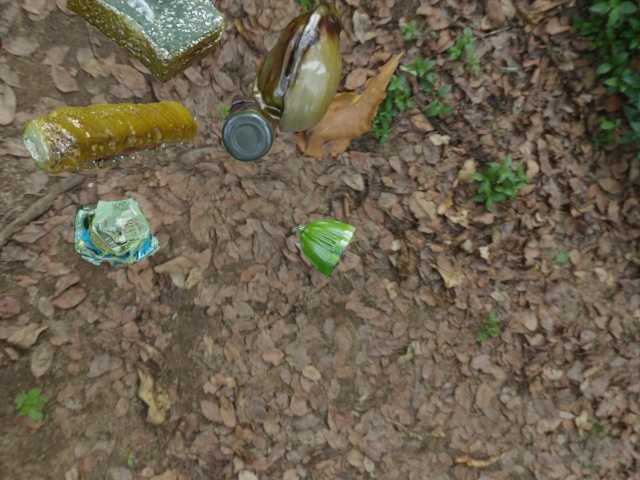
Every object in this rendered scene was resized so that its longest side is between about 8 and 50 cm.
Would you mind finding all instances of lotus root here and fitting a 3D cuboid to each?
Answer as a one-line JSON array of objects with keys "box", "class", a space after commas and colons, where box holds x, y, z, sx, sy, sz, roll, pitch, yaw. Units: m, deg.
[{"box": [0.000, 0.000, 1.597, 0.186, 0.186, 0.186, -2, 99, -10], "class": "lotus root"}]

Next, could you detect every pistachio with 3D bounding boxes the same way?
[{"box": [-0.027, -0.271, 0.795, 0.131, 0.165, 0.210, 28, 99, 1], "class": "pistachio"}]

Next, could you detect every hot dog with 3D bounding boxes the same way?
[{"box": [-0.271, -0.153, 0.706, 0.068, 0.289, 0.083, -14, 102, 28], "class": "hot dog"}]

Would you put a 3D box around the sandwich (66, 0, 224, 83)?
[{"box": [-0.406, -0.558, 1.245, 0.301, 0.099, 0.271, 39, 57, -4], "class": "sandwich"}]

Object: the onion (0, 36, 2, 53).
[{"box": [-1.138, -0.650, 1.563, 0.273, 0.285, 0.272, 12, 64, -26], "class": "onion"}]

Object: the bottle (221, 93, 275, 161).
[{"box": [-0.196, -0.317, 1.379, 0.143, 0.271, 0.156, -16, 117, 5], "class": "bottle"}]

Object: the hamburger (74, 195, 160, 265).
[{"box": [-0.730, -0.034, 1.797, 0.276, 0.150, 0.260, -15, 85, -28], "class": "hamburger"}]

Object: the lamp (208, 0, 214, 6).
[{"box": [-0.457, -0.725, 1.623, 0.258, 0.180, 0.180, -34, 105, -29], "class": "lamp"}]
